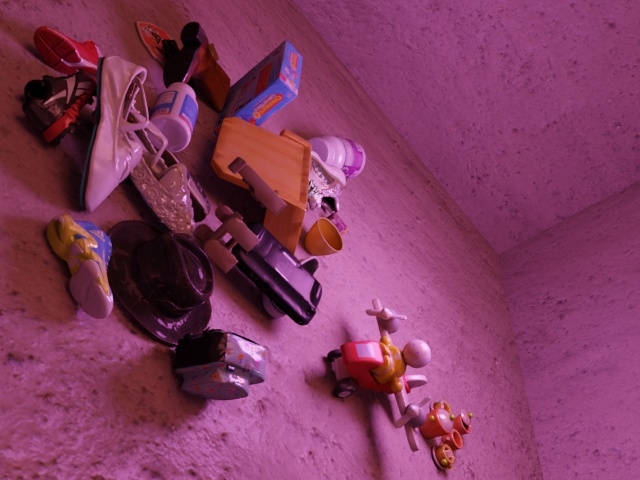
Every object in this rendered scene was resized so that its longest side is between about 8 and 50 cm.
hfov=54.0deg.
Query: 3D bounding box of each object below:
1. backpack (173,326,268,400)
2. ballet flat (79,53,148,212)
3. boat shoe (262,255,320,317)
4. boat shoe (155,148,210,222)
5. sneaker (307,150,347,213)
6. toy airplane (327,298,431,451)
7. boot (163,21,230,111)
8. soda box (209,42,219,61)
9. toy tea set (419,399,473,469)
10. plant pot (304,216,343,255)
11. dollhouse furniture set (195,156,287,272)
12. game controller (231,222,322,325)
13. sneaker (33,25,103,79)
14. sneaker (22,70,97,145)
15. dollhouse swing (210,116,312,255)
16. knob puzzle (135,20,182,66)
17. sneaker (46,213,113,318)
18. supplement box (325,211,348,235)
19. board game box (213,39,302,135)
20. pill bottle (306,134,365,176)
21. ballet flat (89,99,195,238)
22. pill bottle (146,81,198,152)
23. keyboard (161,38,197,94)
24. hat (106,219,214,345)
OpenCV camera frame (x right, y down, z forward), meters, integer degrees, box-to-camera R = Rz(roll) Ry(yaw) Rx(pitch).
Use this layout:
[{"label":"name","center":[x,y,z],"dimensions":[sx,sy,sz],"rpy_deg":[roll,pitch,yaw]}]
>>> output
[{"label":"backpack","center":[-0.215,0.284,1.419],"dimensions":[0.188,0.166,0.144],"rpy_deg":[22,56,-47]},{"label":"ballet flat","center":[-0.472,-0.255,1.468],"dimensions":[0.139,0.139,0.400],"rpy_deg":[24,60,-49]},{"label":"boat shoe","center":[-0.086,0.125,1.892],"dimensions":[0.109,0.094,0.302],"rpy_deg":[52,28,-11]},{"label":"boat shoe","center":[-0.378,-0.155,1.721],"dimensions":[0.223,0.080,0.073],"rpy_deg":[58,20,-11]},{"label":"sneaker","center":[-0.035,-0.206,2.307],"dimensions":[0.410,0.158,0.182],"rpy_deg":[18,57,-48]},{"label":"toy airplane","center":[0.235,0.400,1.946],"dimensions":[0.386,0.272,0.384],"rpy_deg":[55,26,-4]},{"label":"boot","center":[-0.395,-0.515,2.041],"dimensions":[0.280,0.096,0.264],"rpy_deg":[64,28,-58]},{"label":"soda box","center":[-0.414,-0.628,2.174],"dimensions":[0.181,0.058,0.061],"rpy_deg":[-70,144,-59]},{"label":"toy tea set","center":[0.472,0.658,2.240],"dimensions":[0.200,0.124,0.336],"rpy_deg":[60,26,5]},{"label":"plant pot","center":[0.000,0.000,2.177],"dimensions":[0.134,0.095,0.134],"rpy_deg":[41,31,-32]},{"label":"dollhouse furniture set","center":[-0.235,-0.072,1.618],"dimensions":[0.161,0.242,0.212],"rpy_deg":[47,-3,-20]},{"label":"game controller","center":[-0.116,0.093,1.770],"dimensions":[0.319,0.067,0.166],"rpy_deg":[47,33,-21]},{"label":"sneaker","center":[-0.649,-0.492,1.633],"dimensions":[0.221,0.087,0.128],"rpy_deg":[45,18,-50]},{"label":"sneaker","center":[-0.616,-0.346,1.485],"dimensions":[0.135,0.098,0.276],"rpy_deg":[45,30,-29]},{"label":"dollhouse swing","center":[-0.197,-0.174,2.011],"dimensions":[0.305,0.315,0.347],"rpy_deg":[10,44,-7]},{"label":"knob puzzle","center":[-0.522,-0.649,2.060],"dimensions":[0.213,0.030,0.213],"rpy_deg":[40,32,-31]},{"label":"sneaker","center":[-0.470,0.047,1.318],"dimensions":[0.240,0.091,0.126],"rpy_deg":[62,26,10]},{"label":"supplement box","center":[0.057,-0.057,2.385],"dimensions":[0.083,0.055,0.043],"rpy_deg":[52,25,-14]},{"label":"board game box","center":[-0.207,-0.501,2.134],"dimensions":[0.086,0.302,0.308],"rpy_deg":[43,30,-28]},{"label":"pill bottle","center":[0.050,-0.340,2.556],"dimensions":[0.301,0.169,0.169],"rpy_deg":[-4,65,-61]},{"label":"ballet flat","center":[-0.425,-0.191,1.593],"dimensions":[0.409,0.147,0.147],"rpy_deg":[55,26,-5]},{"label":"pill bottle","center":[-0.420,-0.363,1.815],"dimensions":[0.124,0.124,0.221],"rpy_deg":[41,31,-30]},{"label":"keyboard","center":[-0.452,-0.563,2.037],"dimensions":[0.192,0.038,0.100],"rpy_deg":[66,28,-7]},{"label":"hat","center":[-0.342,0.071,1.468],"dimensions":[0.331,0.134,0.331],"rpy_deg":[40,32,-32]}]
